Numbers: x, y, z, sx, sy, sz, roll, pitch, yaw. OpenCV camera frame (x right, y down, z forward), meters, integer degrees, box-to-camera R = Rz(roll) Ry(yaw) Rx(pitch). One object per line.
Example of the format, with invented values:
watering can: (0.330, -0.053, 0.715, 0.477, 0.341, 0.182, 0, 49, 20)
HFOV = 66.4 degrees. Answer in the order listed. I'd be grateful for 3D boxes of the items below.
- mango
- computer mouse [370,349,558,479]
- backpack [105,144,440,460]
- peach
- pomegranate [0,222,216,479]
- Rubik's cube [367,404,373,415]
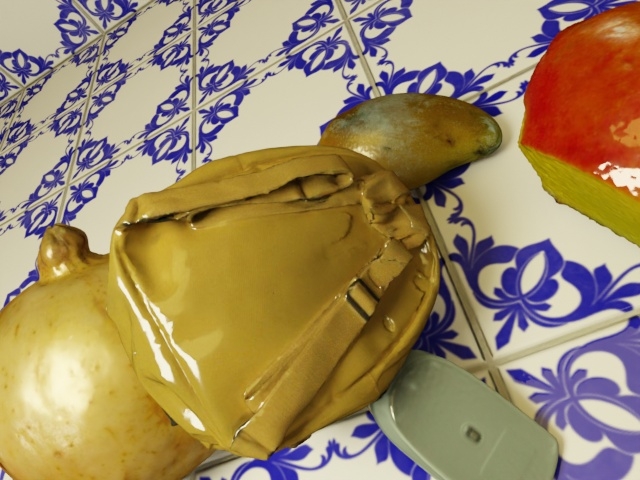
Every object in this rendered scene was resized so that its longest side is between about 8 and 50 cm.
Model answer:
mango: (0.150, -0.175, 0.860, 0.316, 0.146, 0.193, -8, 58, 16)
computer mouse: (0.166, 0.228, 0.591, 0.231, 0.079, 0.128, 39, 75, 15)
backpack: (-0.040, 0.060, 0.583, 0.378, 0.201, 0.353, -22, 82, -19)
peach: (0.426, -0.155, 0.605, 0.306, 0.242, 0.380, -42, 46, 6)
pomegranate: (-0.305, 0.167, 0.722, 0.410, 0.410, 0.410, -17, 51, 22)
Rubik's cube: (0.086, 0.204, 0.673, 0.073, 0.084, 0.075, 13, 48, 41)
